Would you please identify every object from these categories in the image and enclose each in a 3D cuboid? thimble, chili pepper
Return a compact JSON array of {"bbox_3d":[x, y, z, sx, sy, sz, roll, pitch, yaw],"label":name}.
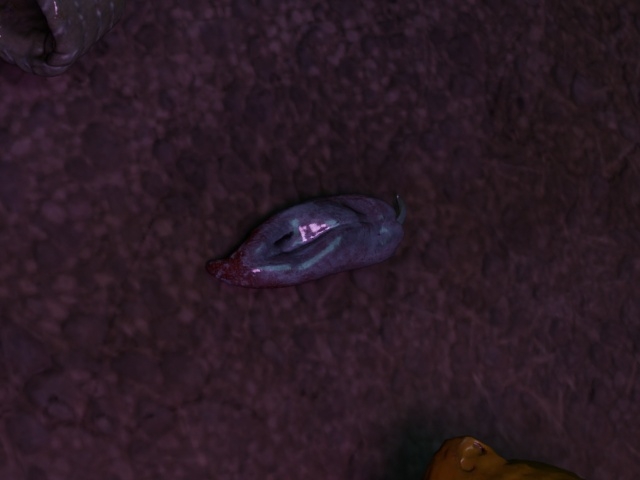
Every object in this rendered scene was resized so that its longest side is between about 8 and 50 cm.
[{"bbox_3d":[-0.166,-0.149,0.946,0.110,0.084,0.062,43,52,-1],"label":"thimble"},{"bbox_3d":[0.000,-0.001,1.041,0.153,0.041,0.050,-12,39,-37],"label":"chili pepper"}]

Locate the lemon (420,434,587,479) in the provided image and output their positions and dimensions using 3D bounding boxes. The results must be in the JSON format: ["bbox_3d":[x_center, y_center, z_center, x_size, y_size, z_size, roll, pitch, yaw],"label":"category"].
[{"bbox_3d":[0.113,0.232,0.949,0.188,0.188,0.257,-19,89,-38],"label":"lemon"}]
